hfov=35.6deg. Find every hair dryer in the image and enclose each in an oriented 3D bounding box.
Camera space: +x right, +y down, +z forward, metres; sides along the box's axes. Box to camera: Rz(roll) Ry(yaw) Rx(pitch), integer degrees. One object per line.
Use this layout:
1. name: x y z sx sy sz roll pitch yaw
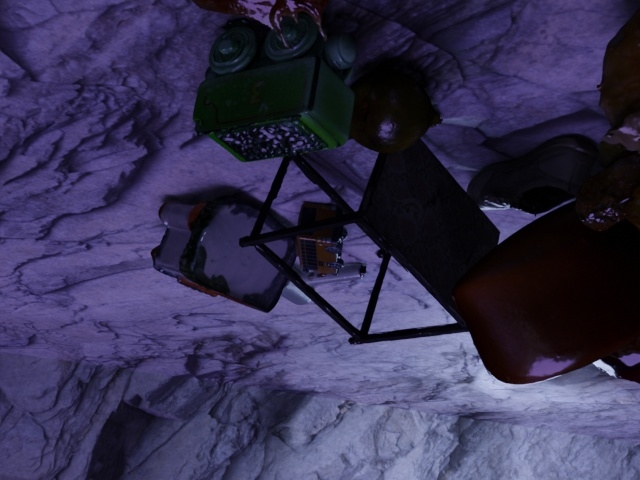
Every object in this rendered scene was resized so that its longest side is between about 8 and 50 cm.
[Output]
1. hair dryer: 0.005 0.085 2.295 0.237 0.073 0.131 -13 152 25

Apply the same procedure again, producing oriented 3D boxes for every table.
1. table: 0.093 -0.003 1.721 0.272 0.222 0.335 -11 137 40

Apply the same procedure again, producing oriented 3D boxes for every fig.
1. fig: 0.123 -0.179 1.502 0.185 0.126 0.133 27 138 -31

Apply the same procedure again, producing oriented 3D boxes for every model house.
1. model house: -0.245 0.011 2.091 0.301 0.190 0.271 11 168 40

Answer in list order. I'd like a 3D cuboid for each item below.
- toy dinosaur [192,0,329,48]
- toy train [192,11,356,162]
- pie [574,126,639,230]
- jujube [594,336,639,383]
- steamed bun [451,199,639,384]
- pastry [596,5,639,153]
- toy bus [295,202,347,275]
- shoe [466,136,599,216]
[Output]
1. toy dinosaur: -0.048 -0.339 1.234 0.206 0.113 0.327 44 135 -15
2. toy train: -0.063 -0.211 1.403 0.243 0.188 0.132 -5 154 33
3. pie: 0.623 -0.102 1.429 0.418 0.180 0.395 16 144 -26
4. jujube: 0.698 0.185 2.039 0.377 0.258 0.258 7 162 -31
5. steamed bun: 0.416 0.066 1.610 0.379 0.235 0.248 -26 -177 -35
6. pastry: 0.455 -0.196 1.190 0.236 0.121 0.257 41 124 19
7. toy bus: 0.000 0.000 2.028 0.103 0.091 0.182 7 157 5
8. shoe: 0.348 -0.088 1.677 0.103 0.098 0.275 23 156 -23
